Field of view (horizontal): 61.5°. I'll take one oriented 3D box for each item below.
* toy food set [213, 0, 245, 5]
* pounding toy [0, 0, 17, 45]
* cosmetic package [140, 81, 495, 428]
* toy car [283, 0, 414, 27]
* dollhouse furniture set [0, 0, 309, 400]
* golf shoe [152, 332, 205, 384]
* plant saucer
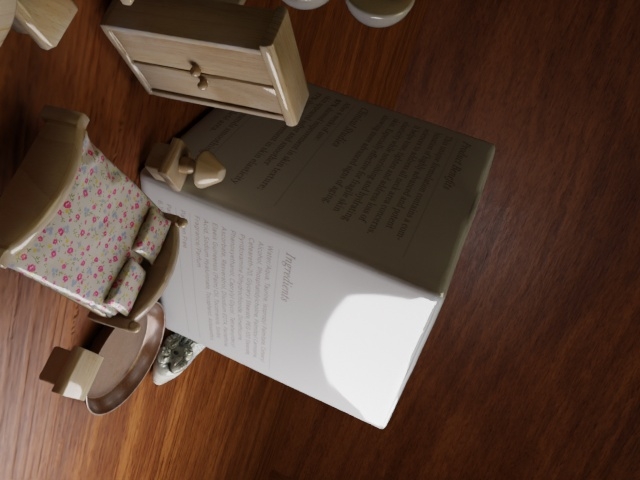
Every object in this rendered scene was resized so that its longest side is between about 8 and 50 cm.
[{"bbox_3d":[-0.091,-0.378,0.480,0.306,0.092,0.220,64,49,-75],"label":"toy food set"},{"bbox_3d":[-0.251,-0.149,0.234,0.269,0.155,0.154,-48,-173,-35],"label":"pounding toy"},{"bbox_3d":[0.000,0.000,0.817,0.328,0.393,0.329,100,17,-44],"label":"cosmetic package"},{"bbox_3d":[0.033,-0.313,0.523,0.159,0.181,0.136,102,2,-69],"label":"toy car"},{"bbox_3d":[-0.154,-0.043,0.449,0.303,0.173,0.356,68,38,-66],"label":"dollhouse furniture set"},{"bbox_3d":[-0.235,0.181,0.939,0.086,0.069,0.176,-52,175,33],"label":"golf shoe"},{"bbox_3d":[-0.277,0.158,0.750,0.168,0.029,0.169,21,90,-78],"label":"plant saucer"}]
